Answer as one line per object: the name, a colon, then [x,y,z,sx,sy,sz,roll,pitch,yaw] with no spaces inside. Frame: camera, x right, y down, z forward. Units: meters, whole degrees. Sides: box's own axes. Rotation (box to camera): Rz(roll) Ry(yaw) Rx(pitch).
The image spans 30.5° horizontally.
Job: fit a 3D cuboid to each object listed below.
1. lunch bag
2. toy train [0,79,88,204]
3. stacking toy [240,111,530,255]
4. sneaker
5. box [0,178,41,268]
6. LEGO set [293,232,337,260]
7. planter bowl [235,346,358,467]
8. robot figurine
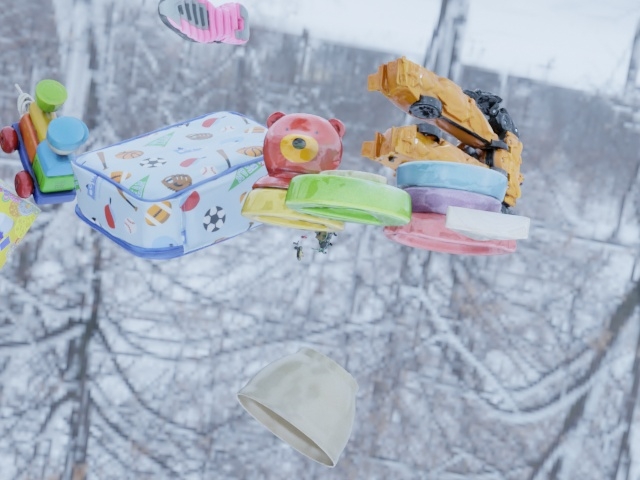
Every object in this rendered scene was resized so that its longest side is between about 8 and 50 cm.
lunch bag: [-0.179,-0.086,1.629,0.303,0.114,0.243,-21,-149,-35]
toy train: [-0.420,-0.189,1.766,0.105,0.143,0.248,-7,-122,-31]
stacking toy: [0.082,-0.073,1.294,0.309,0.130,0.279,9,174,-9]
sneaker: [-0.116,-0.198,1.067,0.057,0.047,0.119,1,179,30]
box: [-0.636,-0.017,1.786,0.279,0.290,0.177,33,177,36]
LEGO set: [-0.001,-0.002,1.603,0.083,0.054,0.023,-16,156,42]
planter bowl: [-0.017,0.212,1.570,0.162,0.109,0.162,33,161,13]
robot figurine: [0.182,-0.131,1.631,0.085,0.211,0.291,-12,153,42]
